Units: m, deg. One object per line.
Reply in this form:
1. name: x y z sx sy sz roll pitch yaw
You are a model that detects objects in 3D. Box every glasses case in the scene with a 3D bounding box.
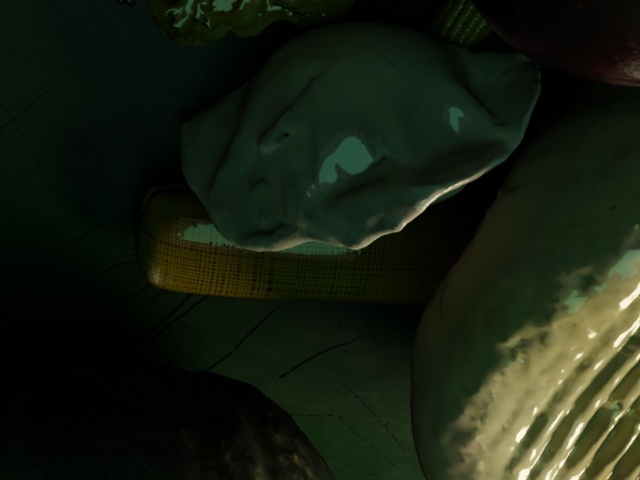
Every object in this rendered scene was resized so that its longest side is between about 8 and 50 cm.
1. glasses case: 0.000 0.000 1.186 0.234 0.064 0.079 2 127 -11

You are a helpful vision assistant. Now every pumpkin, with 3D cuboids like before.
1. pumpkin: -0.140 0.218 1.177 0.327 0.257 0.291 12 131 -15

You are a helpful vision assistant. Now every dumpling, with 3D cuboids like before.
1. dumpling: 0.018 -0.052 1.096 0.229 0.151 0.124 -11 135 23

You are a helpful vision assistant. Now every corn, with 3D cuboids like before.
1. corn: 0.090 -0.137 1.137 0.037 0.037 0.092 32 114 -24

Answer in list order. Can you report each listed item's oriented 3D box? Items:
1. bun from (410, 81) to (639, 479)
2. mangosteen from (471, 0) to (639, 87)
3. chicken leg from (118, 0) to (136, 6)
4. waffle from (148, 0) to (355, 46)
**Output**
1. bun: 0.221 0.050 1.163 0.361 0.213 0.361 -3 124 -4
2. mangosteen: 0.188 -0.219 1.002 0.287 0.287 0.233 -23 149 5
3. chicken leg: -0.143 -0.163 1.094 0.036 0.021 0.083 -36 120 1
4. waffle: -0.029 -0.230 1.057 0.245 0.052 0.254 -22 122 3
